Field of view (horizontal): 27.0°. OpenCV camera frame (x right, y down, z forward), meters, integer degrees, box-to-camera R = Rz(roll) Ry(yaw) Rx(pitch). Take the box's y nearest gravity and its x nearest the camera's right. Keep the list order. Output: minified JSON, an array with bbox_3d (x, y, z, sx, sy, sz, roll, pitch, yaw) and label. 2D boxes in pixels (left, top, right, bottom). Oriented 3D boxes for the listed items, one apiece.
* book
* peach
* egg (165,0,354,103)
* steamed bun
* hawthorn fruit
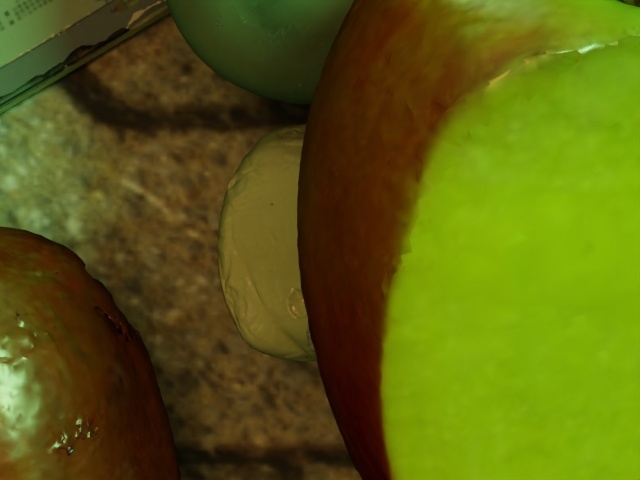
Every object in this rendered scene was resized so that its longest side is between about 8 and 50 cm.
[{"bbox_3d":[-0.173,-0.178,0.814,0.231,0.026,0.157,-30,80,2],"label":"book"},{"bbox_3d":[0.120,0.010,0.610,0.242,0.306,0.380,-12,123,9],"label":"peach"},{"bbox_3d":[0.023,-0.206,0.706,0.203,0.203,0.283,30,87,7],"label":"egg"},{"bbox_3d":[0.000,0.000,0.746,0.112,0.091,0.130,-3,92,28],"label":"steamed bun"},{"bbox_3d":[-0.165,0.147,0.701,0.211,0.211,0.299,-22,94,3],"label":"hawthorn fruit"}]
